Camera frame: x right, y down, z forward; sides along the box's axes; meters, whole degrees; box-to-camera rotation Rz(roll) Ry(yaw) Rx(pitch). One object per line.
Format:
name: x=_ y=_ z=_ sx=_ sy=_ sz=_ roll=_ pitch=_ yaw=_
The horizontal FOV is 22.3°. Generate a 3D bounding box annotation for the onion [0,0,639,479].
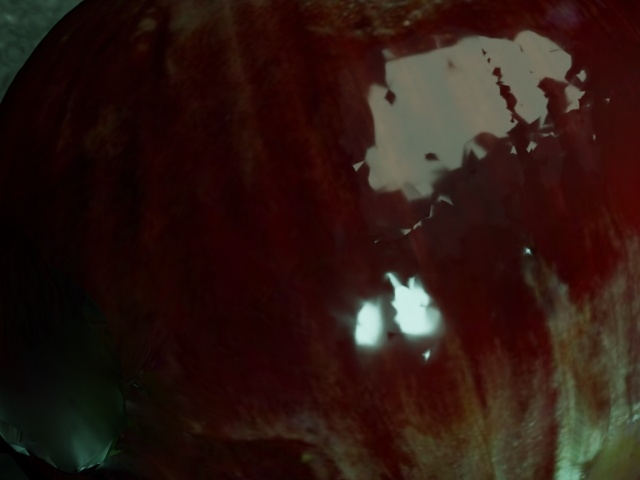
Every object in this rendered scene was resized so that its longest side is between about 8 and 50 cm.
onion: x=0.000 y=0.007 z=0.696 sx=0.341 sy=0.341 sz=0.341 roll=17 pitch=48 yaw=-19
